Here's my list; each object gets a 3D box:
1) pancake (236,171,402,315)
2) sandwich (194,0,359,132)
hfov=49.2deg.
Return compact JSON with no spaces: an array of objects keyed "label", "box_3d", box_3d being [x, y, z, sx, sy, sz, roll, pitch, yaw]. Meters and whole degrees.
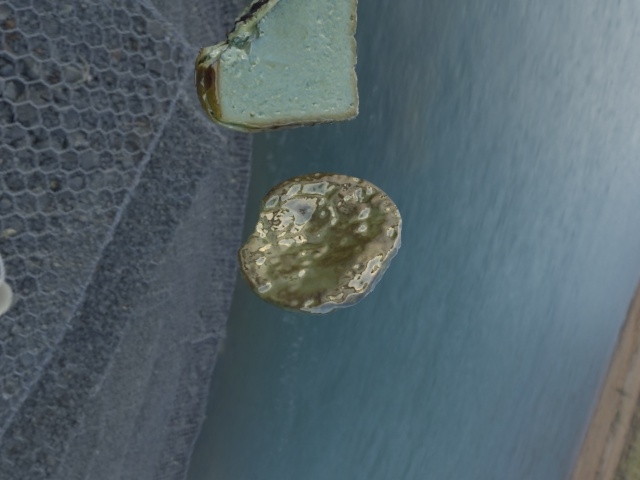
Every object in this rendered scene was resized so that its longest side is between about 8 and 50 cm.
[{"label":"pancake","box_3d":[0.000,0.001,0.925,0.042,0.222,0.236,85,-1,-47]},{"label":"sandwich","box_3d":[-0.061,-0.307,1.040,0.254,0.099,0.289,-5,105,-22]}]
